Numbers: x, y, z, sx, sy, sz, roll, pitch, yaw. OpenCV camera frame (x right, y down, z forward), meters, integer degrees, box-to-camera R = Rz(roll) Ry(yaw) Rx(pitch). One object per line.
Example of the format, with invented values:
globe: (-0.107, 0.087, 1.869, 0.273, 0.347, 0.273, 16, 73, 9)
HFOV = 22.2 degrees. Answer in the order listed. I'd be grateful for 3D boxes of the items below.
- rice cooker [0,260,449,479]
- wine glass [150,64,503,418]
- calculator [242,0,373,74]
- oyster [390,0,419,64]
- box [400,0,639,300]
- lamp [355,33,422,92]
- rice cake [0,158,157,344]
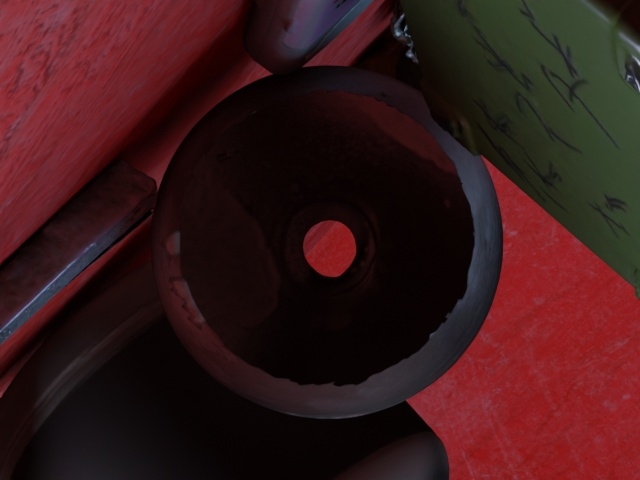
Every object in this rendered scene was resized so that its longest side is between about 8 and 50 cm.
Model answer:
rice cooker: (-0.097, 0.184, 1.354, 0.335, 0.325, 0.335, -39, 162, -16)
wine glass: (0.000, 0.000, 1.072, 0.238, 0.238, 0.323, -46, 177, -3)
calculator: (0.022, -0.170, 0.894, 0.141, 0.045, 0.246, -45, 178, -17)
oyster: (0.108, -0.218, 1.476, 0.125, 0.064, 0.177, -62, 165, 8)
box: (0.155, -0.112, 0.767, 0.178, 0.253, 0.328, -45, 153, -7)
lamp: (0.094, -0.124, 1.641, 0.161, 0.161, 0.185, -45, 180, -28)
rice cake: (-0.176, 0.034, 0.937, 0.211, 0.034, 0.043, -45, 175, -19)
